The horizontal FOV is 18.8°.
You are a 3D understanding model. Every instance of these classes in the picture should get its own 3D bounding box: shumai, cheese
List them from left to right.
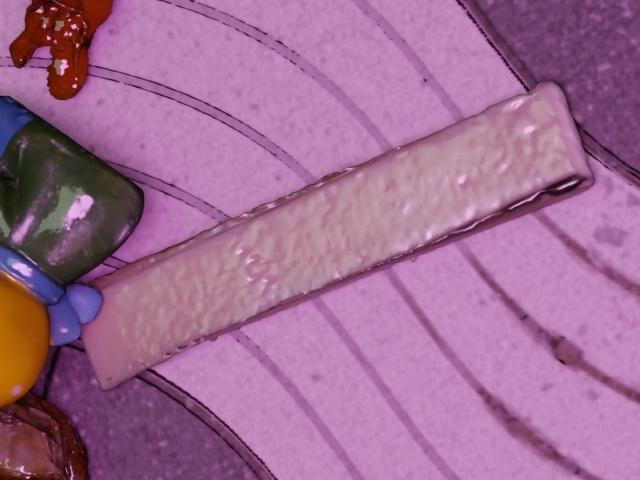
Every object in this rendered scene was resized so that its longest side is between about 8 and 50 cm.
[{"bbox_3d":[-0.244,0.166,1.413,0.139,0.105,0.123,43,98,15],"label":"shumai"},{"bbox_3d":[0.000,-0.001,1.383,0.400,0.034,0.085,-24,78,14],"label":"cheese"}]

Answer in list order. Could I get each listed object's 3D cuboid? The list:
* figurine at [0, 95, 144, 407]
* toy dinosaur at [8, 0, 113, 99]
[{"bbox_3d":[-0.247,0.021,1.386,0.185,0.127,0.234,34,91,29],"label":"figurine"},{"bbox_3d":[-0.220,-0.326,1.425,0.208,0.097,0.432,9,94,5],"label":"toy dinosaur"}]
